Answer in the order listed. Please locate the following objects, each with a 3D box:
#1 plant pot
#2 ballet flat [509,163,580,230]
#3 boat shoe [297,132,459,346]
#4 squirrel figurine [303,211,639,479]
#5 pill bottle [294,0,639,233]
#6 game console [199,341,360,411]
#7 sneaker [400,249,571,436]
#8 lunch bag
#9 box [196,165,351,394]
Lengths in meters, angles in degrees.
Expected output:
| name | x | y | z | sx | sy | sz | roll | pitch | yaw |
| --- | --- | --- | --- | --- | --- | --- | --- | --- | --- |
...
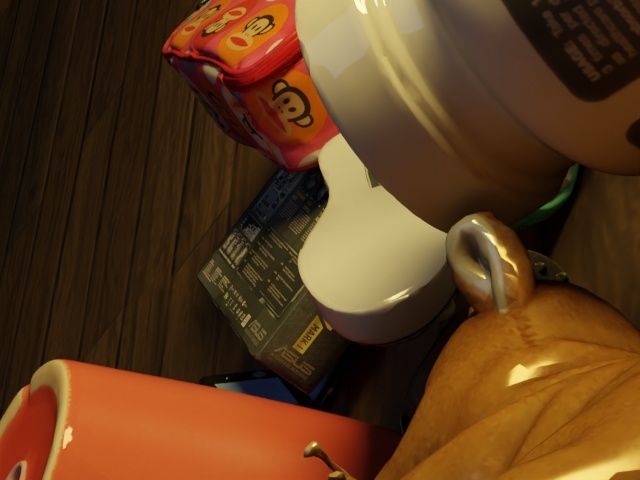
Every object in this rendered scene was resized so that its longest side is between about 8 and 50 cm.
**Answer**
| name | x | y | z | sx | sy | sz | roll | pitch | yaw |
| --- | --- | --- | --- | --- | --- | --- | --- | --- | --- |
| plant pot | -0.103 | 0.210 | 1.317 | 0.275 | 0.243 | 0.275 | -53 | 23 | 33 |
| ballet flat | 0.152 | -0.124 | 1.271 | 0.087 | 0.083 | 0.247 | 10 | 88 | 67 |
| boat shoe | 0.049 | 0.013 | 1.262 | 0.108 | 0.102 | 0.301 | -18 | 20 | 4 |
| squirrel figurine | 0.164 | 0.093 | 0.833 | 0.397 | 0.281 | 0.370 | -47 | 13 | 11 |
| pill bottle | 0.174 | -0.160 | 0.953 | 0.363 | 0.210 | 0.210 | -33 | 34 | 29 |
| game console | -0.032 | 0.094 | 1.531 | 0.122 | 0.107 | 0.071 | -138 | 45 | -70 |
| sneaker | 0.089 | 0.123 | 1.177 | 0.106 | 0.078 | 0.234 | -43 | 26 | 54 |
| lunch bag | 0.021 | -0.180 | 1.576 | 0.258 | 0.120 | 0.293 | -38 | 20 | -8 |
| box | 0.000 | 0.000 | 1.523 | 0.183 | 0.059 | 0.233 | -53 | 21 | 2 |
